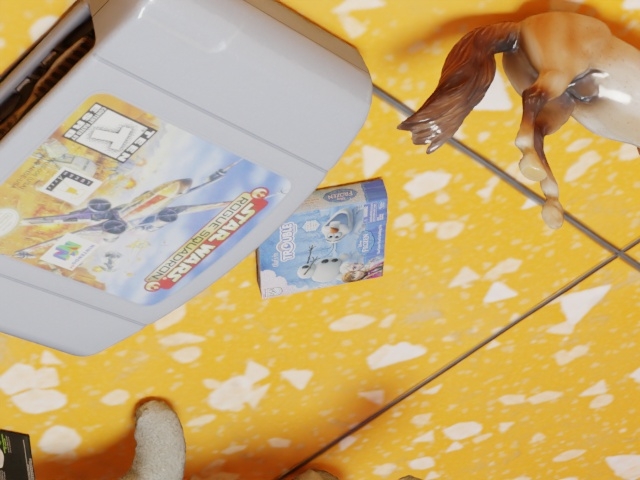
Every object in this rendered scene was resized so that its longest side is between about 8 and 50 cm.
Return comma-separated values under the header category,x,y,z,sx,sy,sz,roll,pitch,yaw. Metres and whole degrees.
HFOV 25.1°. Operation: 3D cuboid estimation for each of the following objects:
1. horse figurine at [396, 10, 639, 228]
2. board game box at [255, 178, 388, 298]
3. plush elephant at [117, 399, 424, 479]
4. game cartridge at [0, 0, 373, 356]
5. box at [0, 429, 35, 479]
category,x,y,z,sx,sy,sz,roll,pitch,yaw
horse figurine,0.176,-0.072,0.873,0.263,0.174,0.066,19,140,-21
board game box,0.000,0.000,0.988,0.090,0.020,0.090,-10,143,-7
plush elephant,-0.113,0.252,1.106,0.255,0.272,0.330,40,79,-10
game cartridge,-0.119,-0.036,0.870,0.198,0.062,0.297,27,125,-38
box,-0.267,0.176,1.081,0.083,0.052,0.062,20,129,-38
